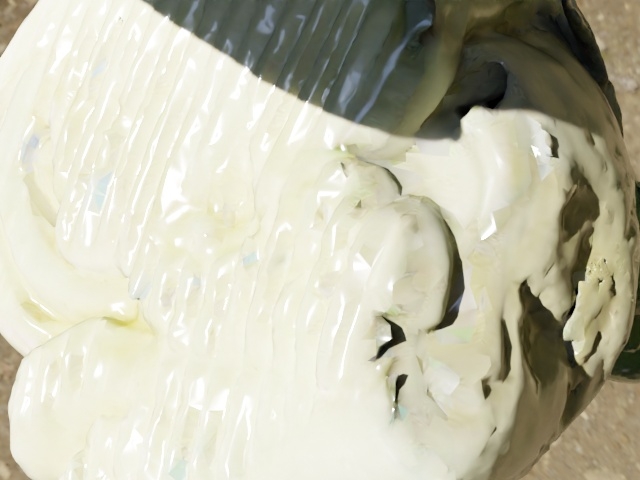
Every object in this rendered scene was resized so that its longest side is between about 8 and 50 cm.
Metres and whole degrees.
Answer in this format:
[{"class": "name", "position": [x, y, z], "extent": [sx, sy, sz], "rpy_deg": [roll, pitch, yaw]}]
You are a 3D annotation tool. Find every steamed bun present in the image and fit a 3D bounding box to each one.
[{"class": "steamed bun", "position": [0.000, 0.000, 0.542], "extent": [0.280, 0.207, 0.268], "rpy_deg": [-21, 67, 31]}]

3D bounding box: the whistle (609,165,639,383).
[{"class": "whistle", "position": [0.174, 0.011, 0.805], "extent": [0.106, 0.288, 0.131], "rpy_deg": [-25, 52, 18]}]
